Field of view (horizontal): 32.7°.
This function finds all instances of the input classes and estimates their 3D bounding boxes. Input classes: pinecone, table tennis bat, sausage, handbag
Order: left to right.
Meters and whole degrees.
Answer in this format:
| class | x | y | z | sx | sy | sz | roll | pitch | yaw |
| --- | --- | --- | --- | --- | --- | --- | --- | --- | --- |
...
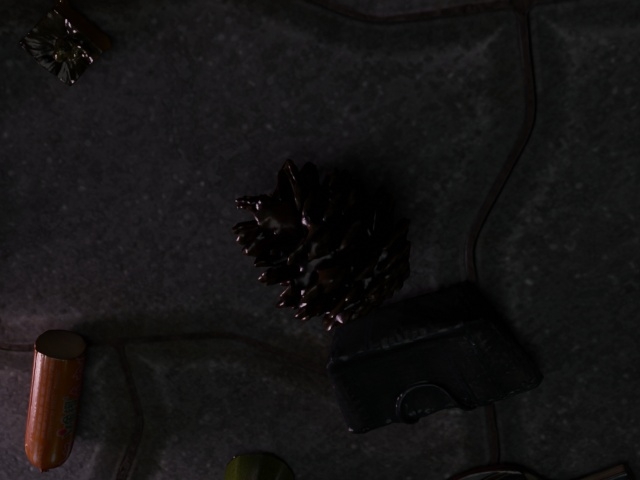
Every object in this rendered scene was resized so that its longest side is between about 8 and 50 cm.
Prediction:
| class | x | y | z | sx | sy | sz | roll | pitch | yaw |
| --- | --- | --- | --- | --- | --- | --- | --- | --- | --- |
| sausage | -0.372 | 0.236 | 1.522 | 0.071 | 0.071 | 0.234 | 15 | 120 | 3 |
| pinecone | 0.005 | -0.001 | 1.264 | 0.184 | 0.179 | 0.204 | -37 | 89 | 4 |
| handbag | 0.130 | 0.157 | 1.380 | 0.270 | 0.088 | 0.175 | -17 | 121 | 19 |
| table tennis bat | 0.285 | 0.366 | 1.494 | 0.301 | 0.022 | 0.173 | -23 | 112 | 24 |

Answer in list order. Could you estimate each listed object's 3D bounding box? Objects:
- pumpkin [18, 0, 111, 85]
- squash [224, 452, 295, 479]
| class | x | y | z | sx | sy | sz | roll | pitch | yaw |
| --- | --- | --- | --- | --- | --- | --- | --- | --- | --- |
| pumpkin | -0.296 | -0.226 | 1.264 | 0.083 | 0.054 | 0.074 | 40 | 123 | -17 |
| squash | -0.098 | 0.372 | 1.507 | 0.105 | 0.132 | 0.105 | 5 | 121 | 8 |
